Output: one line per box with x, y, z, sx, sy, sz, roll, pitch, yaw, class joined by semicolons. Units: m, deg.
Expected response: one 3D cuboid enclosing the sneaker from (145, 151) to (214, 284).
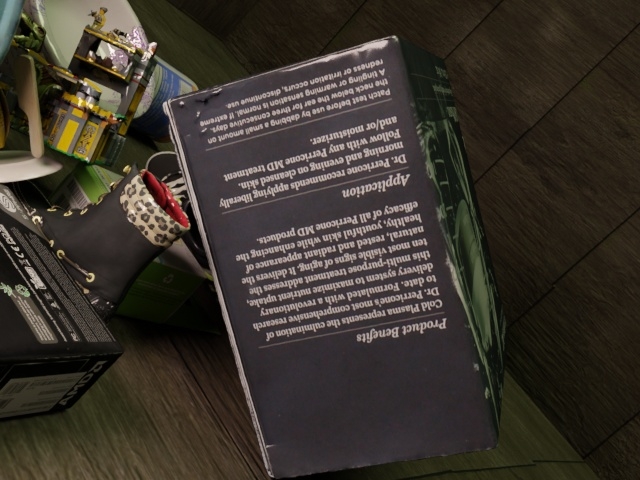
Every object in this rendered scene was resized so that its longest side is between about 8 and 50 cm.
-0.167;-0.047;1.065;0.235;0.084;0.097;54;-18;21;sneaker

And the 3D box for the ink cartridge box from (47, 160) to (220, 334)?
-0.226;0.017;1.059;0.189;0.097;0.255;51;13;29;ink cartridge box

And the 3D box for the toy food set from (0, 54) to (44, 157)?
-0.397;-0.149;0.845;0.192;0.133;0.038;9;29;14;toy food set

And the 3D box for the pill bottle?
-0.378;-0.311;1.532;0.272;0.152;0.152;29;19;-51;pill bottle

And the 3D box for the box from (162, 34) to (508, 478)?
0.065;-0.003;1.089;0.480;0.297;0.472;-35;112;-72;box

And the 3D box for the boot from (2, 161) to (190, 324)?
-0.261;-0.029;0.891;0.236;0.178;0.085;52;13;27;boot

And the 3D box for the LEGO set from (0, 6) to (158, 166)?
-0.356;-0.235;0.979;0.331;0.192;0.255;24;1;7;LEGO set

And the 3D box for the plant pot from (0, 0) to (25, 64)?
-0.498;-0.283;0.672;0.341;0.341;0.334;49;20;19;plant pot

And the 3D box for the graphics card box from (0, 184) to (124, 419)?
-0.345;0.035;0.602;0.233;0.094;0.371;48;13;18;graphics card box

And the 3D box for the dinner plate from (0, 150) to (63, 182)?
-0.371;-0.088;0.897;0.141;0.017;0.141;0;16;0;dinner plate

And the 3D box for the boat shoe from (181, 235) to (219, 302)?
-0.115;0.062;1.213;0.324;0.116;0.097;43;45;-40;boat shoe

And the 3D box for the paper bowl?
-0.411;-0.307;1.266;0.284;0.148;0.284;50;31;-46;paper bowl
